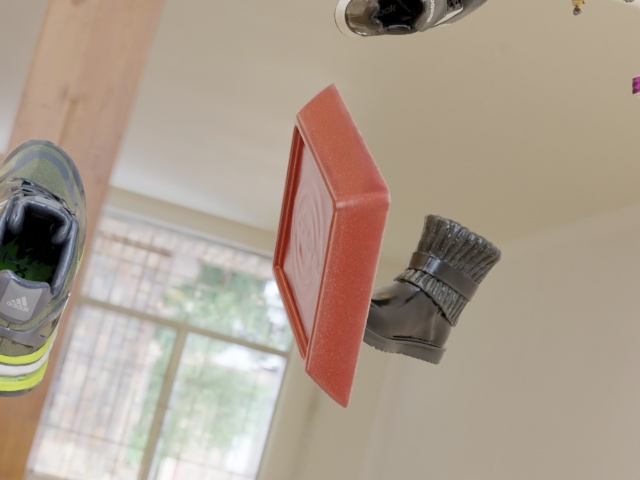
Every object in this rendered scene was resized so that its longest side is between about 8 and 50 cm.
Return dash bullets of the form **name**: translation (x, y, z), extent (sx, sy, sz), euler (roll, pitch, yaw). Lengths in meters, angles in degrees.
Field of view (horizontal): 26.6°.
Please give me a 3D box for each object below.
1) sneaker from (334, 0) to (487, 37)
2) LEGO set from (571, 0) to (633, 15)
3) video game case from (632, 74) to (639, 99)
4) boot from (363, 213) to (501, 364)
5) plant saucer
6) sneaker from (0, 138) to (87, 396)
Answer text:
- **sneaker**: translation (0.143, -0.320, 1.841), extent (0.106, 0.234, 0.078), euler (-152, -130, -66)
- **LEGO set**: translation (0.296, -0.344, 1.496), extent (0.331, 0.255, 0.192), euler (10, -78, 44)
- **video game case**: translation (0.686, -0.255, 2.305), extent (0.232, 0.210, 0.041), euler (-17, -122, 45)
- **boot**: translation (0.163, 0.068, 2.458), extent (0.131, 0.348, 0.260), euler (34, -81, 39)
- **plant saucer**: translation (0.000, 0.000, 1.424), extent (0.258, 0.048, 0.259), euler (-112, -152, -56)
- **sneaker**: translation (-0.248, -0.002, 1.188), extent (0.121, 0.111, 0.300), euler (-58, -157, 33)
